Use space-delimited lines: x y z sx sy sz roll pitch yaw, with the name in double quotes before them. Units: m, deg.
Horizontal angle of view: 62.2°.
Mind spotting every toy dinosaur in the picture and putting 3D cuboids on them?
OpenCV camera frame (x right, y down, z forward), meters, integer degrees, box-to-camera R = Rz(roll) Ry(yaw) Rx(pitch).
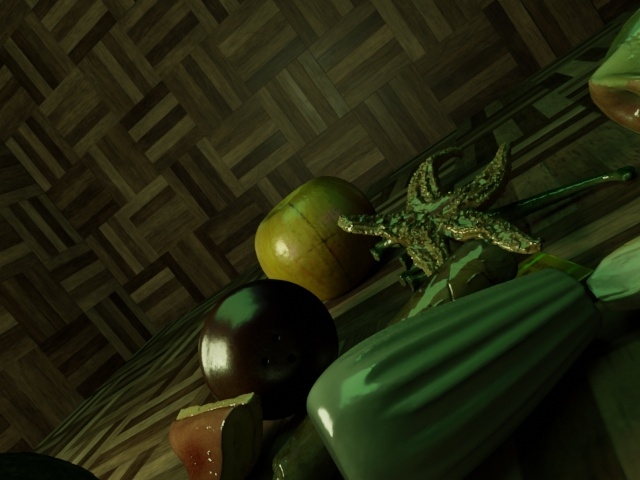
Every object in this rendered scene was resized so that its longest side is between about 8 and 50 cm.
"toy dinosaur" 0.239 -0.040 0.874 0.301 0.087 0.447 -38 14 -6

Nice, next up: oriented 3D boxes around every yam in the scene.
"yam" 0.070 0.126 0.524 0.317 0.071 0.067 -48 42 1

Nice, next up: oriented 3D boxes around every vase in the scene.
"vase" 0.115 0.108 0.433 0.248 0.128 0.128 -29 6 -12

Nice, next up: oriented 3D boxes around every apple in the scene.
"apple" 0.000 0.000 1.158 0.286 0.233 0.286 -38 11 9
"apple" 0.458 -0.218 0.655 0.188 0.174 0.207 -56 7 9

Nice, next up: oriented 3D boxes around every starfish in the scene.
"starfish" 0.183 -0.031 0.742 0.299 0.060 0.302 -22 37 1

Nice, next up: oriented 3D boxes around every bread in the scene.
"bread" -0.128 0.262 0.671 0.067 0.119 0.192 -4 -15 -40

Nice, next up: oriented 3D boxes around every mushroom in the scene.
"mushroom" 0.315 -0.006 0.414 0.209 0.071 0.084 -37 36 20

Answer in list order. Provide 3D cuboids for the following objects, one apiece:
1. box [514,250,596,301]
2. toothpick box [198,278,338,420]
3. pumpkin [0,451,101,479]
"box" 0.186 0.087 0.565 0.193 0.030 0.121 -36 7 3
"toothpick box" -0.084 0.156 0.812 0.192 0.192 0.294 -38 2 -11
"pumpkin" -0.346 0.361 0.490 0.327 0.257 0.291 -45 23 14
